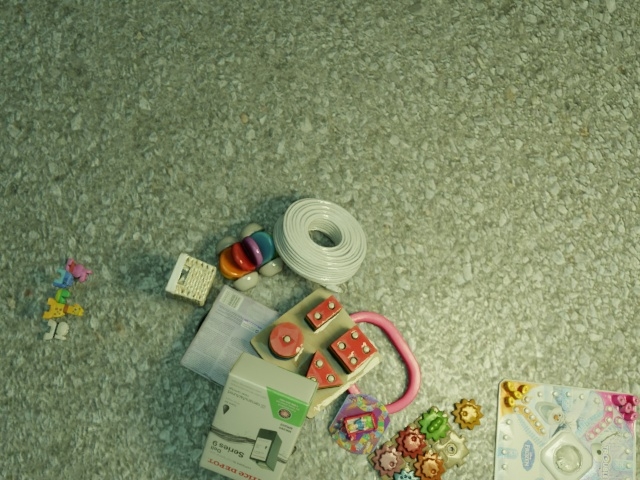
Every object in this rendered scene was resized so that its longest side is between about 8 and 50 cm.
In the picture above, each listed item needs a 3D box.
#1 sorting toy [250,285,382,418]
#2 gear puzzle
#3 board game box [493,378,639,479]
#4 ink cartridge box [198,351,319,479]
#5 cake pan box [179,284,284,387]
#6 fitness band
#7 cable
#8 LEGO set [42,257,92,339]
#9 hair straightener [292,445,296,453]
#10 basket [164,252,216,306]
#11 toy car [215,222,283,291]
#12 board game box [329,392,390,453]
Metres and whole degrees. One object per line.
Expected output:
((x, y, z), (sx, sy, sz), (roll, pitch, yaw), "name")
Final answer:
((-0.006, 0.281, 1.849), (0.255, 0.089, 0.257), (-36, 81, -18), "sorting toy")
((0.307, 0.551, 1.903), (0.339, 0.044, 0.175), (-35, 82, -10), "gear puzzle")
((0.669, 0.591, 1.918), (0.390, 0.050, 0.389), (7, 77, -2), "board game box")
((-0.154, 0.454, 1.756), (0.211, 0.121, 0.289), (21, 111, 4), "ink cartridge box")
((-0.213, 0.282, 1.914), (0.267, 0.070, 0.245), (27, 75, 2), "cake pan box")
((0.146, 0.333, 1.935), (0.209, 0.054, 0.290), (-31, 83, -10), "fitness band")
((0.000, 0.000, 1.927), (0.257, 0.089, 0.257), (20, 48, -11), "cable")
((-0.669, 0.162, 1.897), (0.093, 0.087, 0.227), (13, 78, -1), "LEGO set")
((-0.176, 0.528, 1.883), (0.231, 0.047, 0.089), (20, 100, -5), "hair straightener")
((-0.343, 0.110, 1.893), (0.103, 0.167, 0.113), (21, 77, -4), "basket")
((-0.194, 0.038, 1.932), (0.182, 0.136, 0.159), (-29, 81, -10), "toy car")
((0.103, 0.491, 1.873), (0.133, 0.033, 0.168), (30, 102, 6), "board game box")
